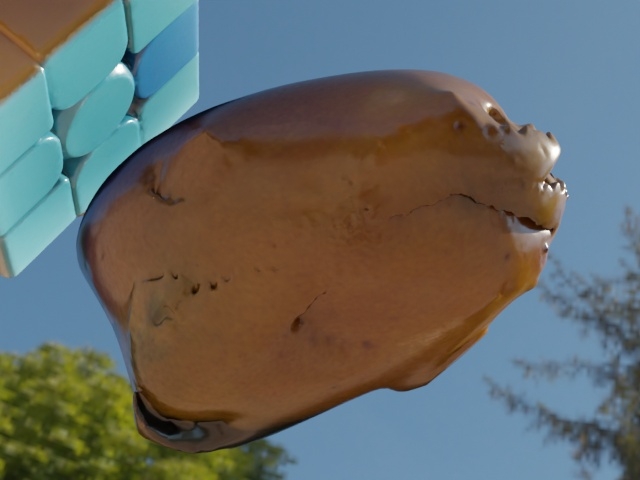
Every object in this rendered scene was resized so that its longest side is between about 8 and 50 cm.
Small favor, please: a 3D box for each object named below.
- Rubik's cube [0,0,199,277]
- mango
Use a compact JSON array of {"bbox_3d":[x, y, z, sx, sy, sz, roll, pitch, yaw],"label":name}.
[{"bbox_3d":[-0.308,-0.198,1.296,0.291,0.291,0.290,39,-23,14],"label":"Rubik's cube"},{"bbox_3d":[0.000,0.000,0.802,0.287,0.152,0.201,-18,-45,4],"label":"mango"}]
